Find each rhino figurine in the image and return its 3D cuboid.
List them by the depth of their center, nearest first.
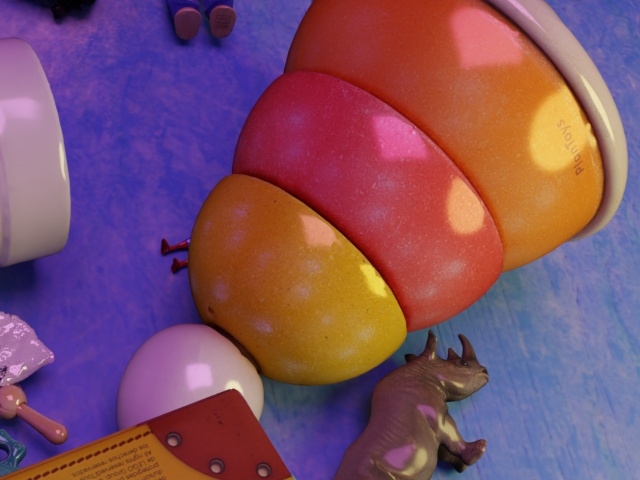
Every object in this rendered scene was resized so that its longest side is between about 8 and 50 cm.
[{"bbox_3d":[0.088,0.166,1.059,0.106,0.073,0.243,29,50,1],"label":"rhino figurine"}]

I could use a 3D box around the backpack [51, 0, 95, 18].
[{"bbox_3d":[-0.306,-0.334,1.271,0.182,0.115,0.152,17,54,-2],"label":"backpack"}]

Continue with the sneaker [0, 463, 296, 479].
[{"bbox_3d":[-0.137,0.201,0.905,0.275,0.107,0.110,14,52,-21],"label":"sneaker"}]

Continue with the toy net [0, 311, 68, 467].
[{"bbox_3d":[-0.261,0.164,0.968,0.122,0.045,0.232,-6,55,-19],"label":"toy net"}]

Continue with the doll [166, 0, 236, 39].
[{"bbox_3d":[-0.132,-0.298,1.343,0.129,0.046,0.189,-5,50,-10],"label":"doll"}]

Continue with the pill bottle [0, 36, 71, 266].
[{"bbox_3d":[-0.414,-0.043,0.954,0.392,0.224,0.224,-12,60,-24],"label":"pill bottle"}]

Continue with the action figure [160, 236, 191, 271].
[{"bbox_3d":[-0.093,-0.003,1.154,0.115,0.030,0.038,-19,58,-31],"label":"action figure"}]

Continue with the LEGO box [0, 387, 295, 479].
[{"bbox_3d":[-0.249,0.319,0.627,0.500,0.372,0.193,-18,62,-32],"label":"LEGO box"}]

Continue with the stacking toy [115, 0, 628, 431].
[{"bbox_3d":[0.000,0.000,1.047,0.351,0.350,0.480,40,69,12],"label":"stacking toy"}]
